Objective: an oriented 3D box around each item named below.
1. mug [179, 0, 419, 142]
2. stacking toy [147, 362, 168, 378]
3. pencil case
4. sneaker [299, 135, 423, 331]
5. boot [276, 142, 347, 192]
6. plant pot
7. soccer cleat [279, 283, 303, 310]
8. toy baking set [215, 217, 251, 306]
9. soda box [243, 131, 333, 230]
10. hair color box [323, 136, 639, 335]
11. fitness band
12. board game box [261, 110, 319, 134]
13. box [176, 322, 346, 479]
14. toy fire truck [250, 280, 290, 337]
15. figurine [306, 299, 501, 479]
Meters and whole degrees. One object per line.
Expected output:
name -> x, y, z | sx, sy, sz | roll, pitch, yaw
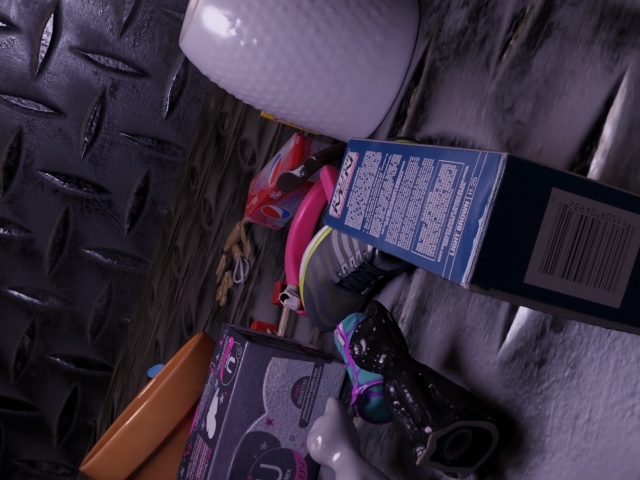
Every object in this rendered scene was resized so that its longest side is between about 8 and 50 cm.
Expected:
mug -> -0.041, -0.381, 1.363 | 0.276, 0.328, 0.373 | 141, 142, -60
stacking toy -> -0.245, 0.392, 1.597 | 0.175, 0.166, 0.301 | 0, 86, 59
pencil case -> 0.058, 0.154, 1.011 | 0.151, 0.070, 0.064 | -110, 41, -60
sneaker -> 0.059, 0.013, 1.082 | 0.121, 0.111, 0.299 | -106, 35, -53
boot -> -0.012, -0.128, 1.418 | 0.106, 0.037, 0.114 | -29, 5, 34
plant pot -> -0.217, 0.321, 1.346 | 0.291, 0.203, 0.291 | -46, 6, 6
soccer cleat -> -0.049, 0.086, 1.287 | 0.083, 0.036, 0.029 | -121, 47, -67
toy baking set -> -0.193, 0.043, 1.919 | 0.256, 0.030, 0.196 | 127, 150, -47
soda box -> -0.065, -0.108, 1.582 | 0.263, 0.084, 0.092 | 144, 140, -60
hair color box -> 0.142, -0.018, 0.752 | 0.347, 0.174, 0.105 | -150, 76, -72
fitness band -> 0.000, 0.000, 1.346 | 0.290, 0.054, 0.209 | -103, 34, -59
board game box -> -0.043, -0.338, 1.659 | 0.039, 0.124, 0.259 | 134, 148, -55
box -> -0.084, 0.264, 1.178 | 0.142, 0.164, 0.247 | 17, 90, 68
toy fire truck -> -0.087, 0.179, 1.448 | 0.135, 0.047, 0.191 | 142, 140, -58
figurine -> 0.062, 0.199, 0.852 | 0.209, 0.092, 0.214 | 51, 124, 51
